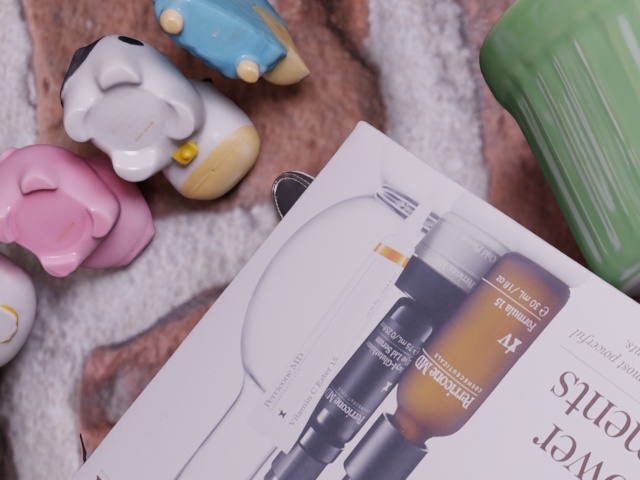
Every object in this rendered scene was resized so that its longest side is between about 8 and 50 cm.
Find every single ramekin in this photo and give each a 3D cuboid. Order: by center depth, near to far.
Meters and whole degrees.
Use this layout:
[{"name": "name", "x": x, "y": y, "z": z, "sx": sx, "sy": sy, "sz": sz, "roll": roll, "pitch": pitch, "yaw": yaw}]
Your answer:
[{"name": "ramekin", "x": 0.250, "y": -0.084, "z": 0.822, "sx": 0.303, "sy": 0.303, "sz": 0.148, "roll": -24, "pitch": 78, "yaw": 20}]

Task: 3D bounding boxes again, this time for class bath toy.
[{"name": "bath toy", "x": -0.164, "y": -0.041, "z": 1.112, "sx": 0.348, "sy": 0.151, "sz": 0.129, "roll": -44, "pitch": 26, "yaw": 15}]

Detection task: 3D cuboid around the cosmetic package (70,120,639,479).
[{"name": "cosmetic package", "x": 0.063, "y": 0.139, "z": 0.792, "sx": 0.284, "sy": 0.097, "sz": 0.377, "roll": -53, "pitch": 46, "yaw": 0}]

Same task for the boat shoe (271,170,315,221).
[{"name": "boat shoe", "x": 0.000, "y": 0.000, "z": 1.068, "sx": 0.046, "sy": 0.038, "sz": 0.125, "roll": -36, "pitch": 66, "yaw": 15}]
